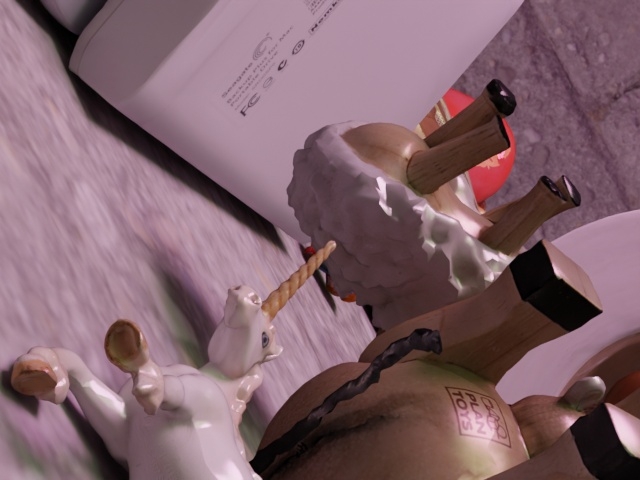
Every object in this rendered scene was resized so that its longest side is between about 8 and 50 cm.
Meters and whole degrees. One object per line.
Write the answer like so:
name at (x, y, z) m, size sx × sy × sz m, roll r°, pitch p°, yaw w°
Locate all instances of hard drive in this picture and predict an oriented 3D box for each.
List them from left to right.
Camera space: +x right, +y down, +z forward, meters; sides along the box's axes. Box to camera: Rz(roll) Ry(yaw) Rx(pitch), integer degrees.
hard drive at (0.011, -0.109, 0.738) m, size 0.040 × 0.203 × 0.307 m, roll 41°, pitch 1°, yaw 16°

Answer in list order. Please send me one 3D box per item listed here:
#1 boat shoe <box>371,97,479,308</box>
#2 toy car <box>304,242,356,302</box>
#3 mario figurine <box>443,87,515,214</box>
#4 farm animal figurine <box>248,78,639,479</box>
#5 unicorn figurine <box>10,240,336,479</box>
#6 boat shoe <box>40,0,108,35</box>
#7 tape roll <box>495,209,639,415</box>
boat shoe at (0.054, -0.034, 1.095) m, size 0.324 × 0.123 × 0.116 m, roll 60°, pitch 9°, yaw 0°
toy car at (0.000, 0.000, 0.979) m, size 0.041 × 0.060 × 0.122 m, roll 12°, pitch 7°, yaw -19°
mario figurine at (0.077, -0.027, 1.380) m, size 0.198 × 0.170 × 0.320 m, roll 26°, pitch -18°, yaw 19°
farm animal figurine at (0.090, 0.145, 0.541) m, size 0.327 × 0.172 × 0.330 m, roll 44°, pitch 22°, yaw -26°
unicorn figurine at (-0.031, 0.060, 0.404) m, size 0.111 × 0.060 × 0.161 m, roll 49°, pitch 30°, yaw -61°
boat shoe at (-0.095, -0.109, 0.641) m, size 0.040 × 0.049 × 0.142 m, roll 29°, pitch 1°, yaw 15°
tape roll at (0.194, 0.127, 0.798) m, size 0.286 × 0.286 × 0.100 m, roll 65°, pitch 8°, yaw 26°
